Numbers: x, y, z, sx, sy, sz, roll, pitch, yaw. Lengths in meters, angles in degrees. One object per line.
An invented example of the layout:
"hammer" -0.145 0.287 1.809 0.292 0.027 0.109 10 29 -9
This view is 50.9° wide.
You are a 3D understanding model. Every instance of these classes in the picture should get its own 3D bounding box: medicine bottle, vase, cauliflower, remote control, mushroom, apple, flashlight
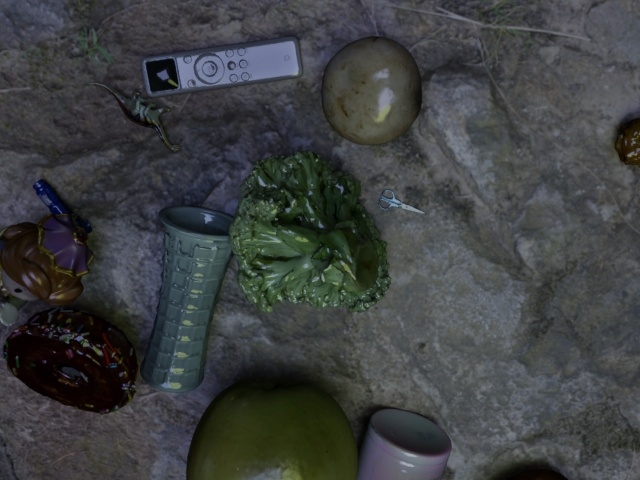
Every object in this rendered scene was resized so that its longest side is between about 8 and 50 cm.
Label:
"medicine bottle" 0.126 0.450 1.203 0.152 0.152 0.254 15 105 -2
"vase" -0.227 0.103 1.137 0.143 0.143 0.298 14 107 -2
"cauliflower" 0.000 0.000 1.038 0.275 0.250 0.272 -10 109 -29
"remote control" -0.160 -0.280 1.086 0.261 0.029 0.067 -7 104 4
"mushroom" 0.079 -0.230 1.046 0.166 0.127 0.166 2 96 23
"apple" -0.079 0.365 1.122 0.292 0.292 0.254 -2 84 2
"flashlight" -0.447 -0.051 1.152 0.057 0.035 0.121 -34 101 11

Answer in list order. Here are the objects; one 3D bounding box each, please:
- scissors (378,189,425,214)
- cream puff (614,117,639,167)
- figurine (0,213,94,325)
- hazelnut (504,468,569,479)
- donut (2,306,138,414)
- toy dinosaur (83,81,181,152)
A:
"scissors" 0.140 -0.059 1.145 0.083 0.006 0.036 19 103 -3
"cream puff" 0.529 -0.160 1.059 0.094 0.122 0.116 44 62 -16
"figurine" -0.492 0.047 1.109 0.263 0.142 0.189 -15 66 24
"hazelnut" 0.398 0.530 1.200 0.230 0.229 0.229 0 105 2
"donut" -0.418 0.202 1.155 0.235 0.089 0.235 7 133 8
"toy dinosaur" -0.295 -0.219 1.104 0.180 0.037 0.058 39 98 -9
